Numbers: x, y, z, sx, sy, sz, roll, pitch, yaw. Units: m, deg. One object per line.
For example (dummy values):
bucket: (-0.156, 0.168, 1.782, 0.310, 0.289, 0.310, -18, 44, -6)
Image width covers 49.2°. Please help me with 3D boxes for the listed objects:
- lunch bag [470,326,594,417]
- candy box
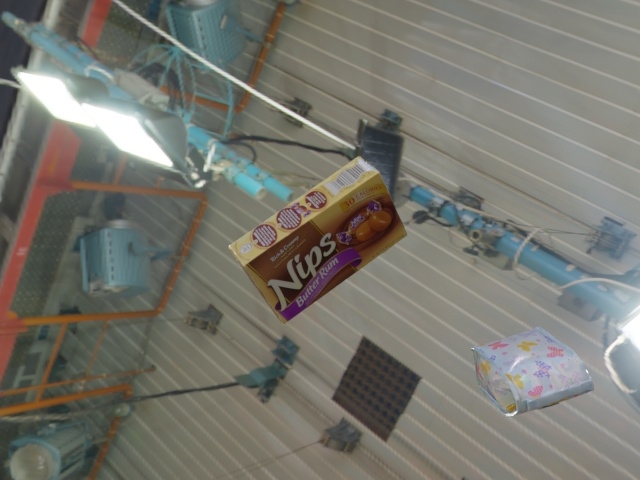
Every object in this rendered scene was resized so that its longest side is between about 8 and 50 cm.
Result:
lunch bag: (0.177, 0.116, 0.590, 0.083, 0.071, 0.053, -138, -146, -70)
candy box: (0.000, 0.000, 0.816, 0.186, 0.109, 0.053, -36, -140, -8)
